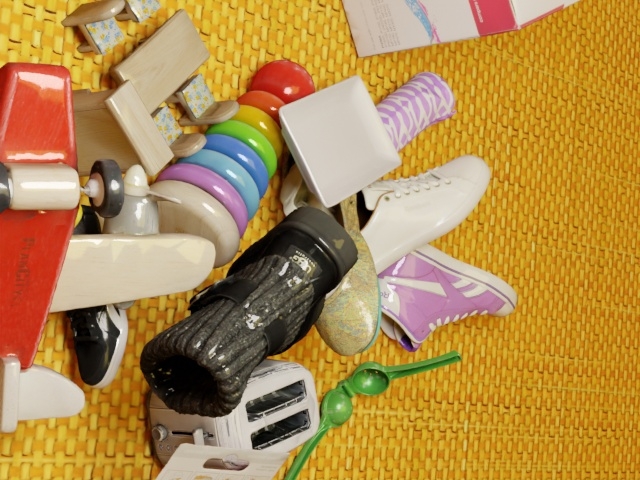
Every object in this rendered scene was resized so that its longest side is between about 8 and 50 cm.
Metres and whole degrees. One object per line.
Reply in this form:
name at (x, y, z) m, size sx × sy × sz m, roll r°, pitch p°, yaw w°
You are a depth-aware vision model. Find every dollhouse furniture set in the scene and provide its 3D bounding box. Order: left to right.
dollhouse furniture set at (-0.208, -0.189, 1.725) m, size 0.242 × 0.161 × 0.212 m, roll -50°, pitch 124°, yaw -35°

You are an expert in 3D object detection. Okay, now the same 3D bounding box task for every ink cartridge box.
ink cartridge box at (-0.172, 0.325, 1.749) m, size 0.189 × 0.066 × 0.232 m, roll 13°, pitch 114°, yaw -46°
ink cartridge box at (0.212, -0.372, 2.070) m, size 0.226 × 0.306 × 0.131 m, roll -32°, pitch 112°, yaw -43°

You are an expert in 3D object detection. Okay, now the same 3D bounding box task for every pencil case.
pencil case at (0.119, -0.176, 2.127) m, size 0.088 × 0.086 × 0.206 m, roll 45°, pitch 53°, yaw 4°

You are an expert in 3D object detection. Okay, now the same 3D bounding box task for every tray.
tray at (0.023, -0.135, 1.928) m, size 0.145 × 0.030 × 0.270 m, roll 65°, pitch 28°, yaw -4°

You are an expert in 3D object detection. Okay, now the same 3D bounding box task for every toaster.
toaster at (-0.104, 0.222, 1.846) m, size 0.227 × 0.146 × 0.129 m, roll -15°, pitch 102°, yaw -46°

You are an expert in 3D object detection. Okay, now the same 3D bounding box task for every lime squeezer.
lime squeezer at (0.057, 0.240, 2.060) m, size 0.310 × 0.110 × 0.059 m, roll -35°, pitch 137°, yaw -8°

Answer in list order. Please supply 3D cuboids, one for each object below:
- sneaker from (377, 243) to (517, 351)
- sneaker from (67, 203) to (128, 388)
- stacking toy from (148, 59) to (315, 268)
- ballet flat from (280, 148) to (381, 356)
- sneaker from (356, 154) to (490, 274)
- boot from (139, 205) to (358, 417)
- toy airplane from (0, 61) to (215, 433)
sneaker at (0.181, 0.106, 2.196) m, size 0.282 × 0.102 × 0.161 m, roll 23°, pitch 77°, yaw -34°
sneaker at (-0.296, 0.064, 1.700) m, size 0.121 × 0.079 × 0.217 m, roll 18°, pitch 69°, yaw -42°
stacking toy at (-0.103, -0.123, 1.869) m, size 0.141 × 0.141 × 0.330 m, roll 56°, pitch 48°, yaw -31°
ballet flat at (0.000, 0.000, 1.911) m, size 0.123 × 0.123 × 0.349 m, roll 39°, pitch 32°, yaw -40°
sneaker at (0.120, -0.056, 2.057) m, size 0.290 × 0.106 × 0.123 m, roll -36°, pitch 121°, yaw -15°
boot at (-0.107, 0.116, 1.714) m, size 0.131 × 0.348 × 0.260 m, roll 38°, pitch 62°, yaw 4°
toy airplane at (-0.348, 0.015, 1.539) m, size 0.384 × 0.272 × 0.386 m, roll -37°, pitch 135°, yaw 1°
